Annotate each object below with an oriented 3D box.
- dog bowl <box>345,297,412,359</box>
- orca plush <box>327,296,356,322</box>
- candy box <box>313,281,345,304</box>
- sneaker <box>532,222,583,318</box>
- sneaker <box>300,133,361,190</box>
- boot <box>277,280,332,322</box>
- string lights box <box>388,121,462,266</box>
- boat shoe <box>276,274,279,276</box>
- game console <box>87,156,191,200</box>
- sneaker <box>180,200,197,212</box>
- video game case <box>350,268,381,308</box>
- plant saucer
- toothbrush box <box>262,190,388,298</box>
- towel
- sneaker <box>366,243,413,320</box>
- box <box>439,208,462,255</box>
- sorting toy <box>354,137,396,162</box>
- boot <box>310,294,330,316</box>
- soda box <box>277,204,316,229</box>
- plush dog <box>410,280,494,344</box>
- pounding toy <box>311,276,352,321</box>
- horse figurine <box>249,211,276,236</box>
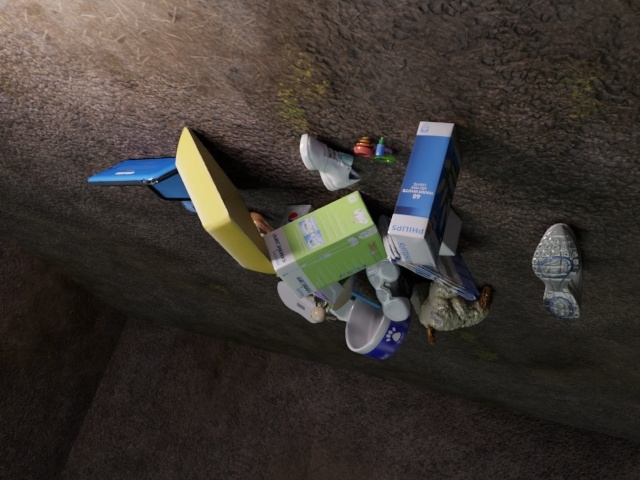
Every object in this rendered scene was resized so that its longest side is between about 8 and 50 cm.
[{"bbox_3d":[0.198,0.271,2.183,0.104,0.265,0.265,23,158,-20],"label":"dog bowl"},{"bbox_3d":[0.040,0.226,2.430,0.287,0.151,0.102,16,-170,-2],"label":"orca plush"},{"bbox_3d":[-0.042,0.107,2.010,0.196,0.070,0.165,23,162,47],"label":"candy box"},{"bbox_3d":[0.600,0.063,1.577,0.111,0.129,0.297,8,138,29],"label":"sneaker"},{"bbox_3d":[0.028,-0.189,1.479,0.094,0.080,0.212,-7,157,25],"label":"sneaker"},{"bbox_3d":[-0.051,0.234,2.528,0.258,0.123,0.095,37,127,34],"label":"boot"},{"bbox_3d":[0.217,-0.095,1.281,0.076,0.260,0.133,8,157,24],"label":"string lights box"},{"bbox_3d":[-0.106,0.058,2.172,0.068,0.081,0.228,-2,156,-15],"label":"boat shoe"},{"bbox_3d":[-0.466,-0.146,1.821,0.293,0.250,0.173,2,117,35],"label":"game console"},{"bbox_3d":[-0.344,-0.121,1.957,0.209,0.069,0.082,19,125,25],"label":"sneaker"},{"bbox_3d":[0.144,0.125,2.015,0.119,0.166,0.015,29,132,-25],"label":"video game case"},{"bbox_3d":[-0.255,-0.082,1.647,0.081,0.333,0.333,-30,148,2],"label":"plant saucer"},{"bbox_3d":[0.019,0.018,1.712,0.283,0.122,0.206,-27,149,4],"label":"toothbrush box"},{"bbox_3d":[0.283,0.043,1.686,0.285,0.209,0.034,25,118,-20],"label":"towel"},{"bbox_3d":[0.222,0.109,1.994,0.101,0.153,0.269,-11,112,23],"label":"sneaker"},{"bbox_3d":[0.293,-0.027,1.603,0.087,0.101,0.102,0,154,38],"label":"box"},{"bbox_3d":[0.126,-0.204,1.402,0.102,0.042,0.061,12,177,-18],"label":"sorting toy"},{"bbox_3d":[-0.029,0.176,2.296,0.178,0.085,0.236,25,125,-9],"label":"boot"},{"bbox_3d":[0.000,0.000,1.917,0.098,0.091,0.286,2,153,39],"label":"soda box"},{"bbox_3d":[0.432,0.219,2.015,0.225,0.211,0.262,0,164,-19],"label":"plush dog"},{"bbox_3d":[0.044,0.153,2.130,0.110,0.237,0.183,37,-169,19],"label":"pounding toy"},{"bbox_3d":[-0.218,-0.036,2.022,0.263,0.066,0.174,6,144,49],"label":"horse figurine"}]
